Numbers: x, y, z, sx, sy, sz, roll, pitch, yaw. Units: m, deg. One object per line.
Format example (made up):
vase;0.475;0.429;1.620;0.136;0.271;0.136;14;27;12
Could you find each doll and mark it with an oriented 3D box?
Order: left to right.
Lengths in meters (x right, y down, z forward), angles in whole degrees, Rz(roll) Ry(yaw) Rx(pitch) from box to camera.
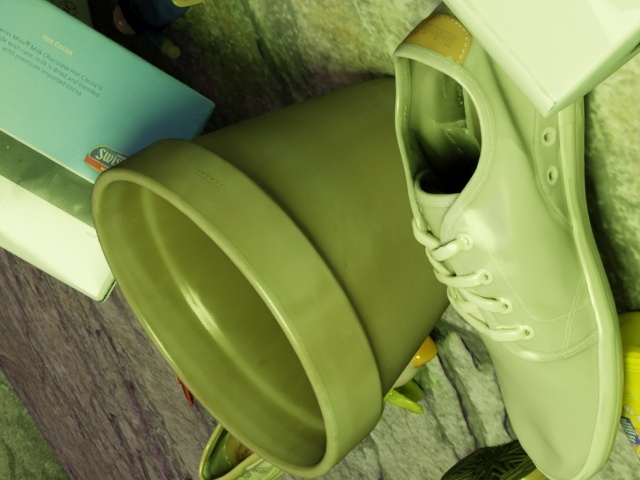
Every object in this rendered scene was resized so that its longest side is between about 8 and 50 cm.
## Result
doll;-0.186;-0.256;1.536;0.129;0.046;0.189;58;155;-10

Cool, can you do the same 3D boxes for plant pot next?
plant pot;0.000;0.000;1.270;0.323;0.280;0.323;40;154;25

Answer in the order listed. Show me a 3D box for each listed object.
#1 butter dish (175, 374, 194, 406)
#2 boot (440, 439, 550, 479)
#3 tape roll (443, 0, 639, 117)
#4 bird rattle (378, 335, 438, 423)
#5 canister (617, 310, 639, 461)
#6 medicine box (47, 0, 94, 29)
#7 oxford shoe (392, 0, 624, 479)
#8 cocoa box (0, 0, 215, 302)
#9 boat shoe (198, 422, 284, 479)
butter dish;-0.141;0.117;1.893;0.160;0.118;0.160;82;-176;-51
boot;0.263;0.341;1.515;0.269;0.089;0.236;53;166;-1
tape roll;0.161;-0.205;0.754;0.169;0.246;0.246;50;156;5
bird rattle;0.040;0.086;1.569;0.207;0.143;0.253;-38;76;54
canister;0.303;0.147;1.186;0.170;0.073;0.126;61;156;-15
medicine box;-0.359;-0.170;1.715;0.263;0.149;0.289;135;123;-65
oxford shoe;0.142;0.008;1.131;0.169;0.130;0.449;28;137;54
cocoa box;-0.311;-0.127;1.421;0.347;0.228;0.231;31;178;-9
boat shoe;-0.033;0.160;1.503;0.104;0.089;0.285;42;118;26
